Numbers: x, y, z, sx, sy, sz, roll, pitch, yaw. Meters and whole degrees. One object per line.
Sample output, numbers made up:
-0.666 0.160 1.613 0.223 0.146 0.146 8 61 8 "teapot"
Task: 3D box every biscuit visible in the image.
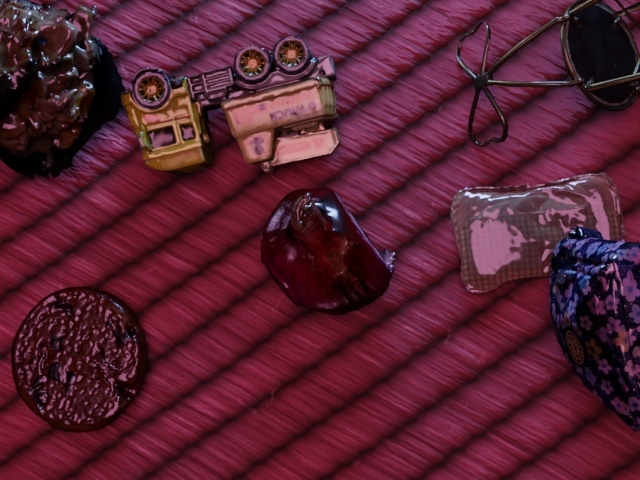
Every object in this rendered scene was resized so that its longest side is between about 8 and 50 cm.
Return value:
-0.313 0.154 1.485 0.192 0.049 0.192 -3 75 11 "biscuit"

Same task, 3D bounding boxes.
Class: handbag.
0.338 0.096 1.312 0.127 0.208 0.228 -18 96 -8 "handbag"

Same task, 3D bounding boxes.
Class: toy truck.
-0.107 -0.158 1.467 0.272 0.124 0.157 -13 90 3 "toy truck"

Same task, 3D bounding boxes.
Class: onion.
-0.011 0.011 1.387 0.135 0.198 0.173 -44 60 6 "onion"

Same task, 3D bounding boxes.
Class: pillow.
0.272 -0.012 1.429 0.211 0.034 0.135 -9 79 6 "pillow"

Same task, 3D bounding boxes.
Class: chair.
0.339 -0.230 1.406 0.326 0.170 0.159 -19 80 50 "chair"

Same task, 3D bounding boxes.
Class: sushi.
-0.392 -0.206 1.446 0.225 0.219 0.238 21 95 29 "sushi"
